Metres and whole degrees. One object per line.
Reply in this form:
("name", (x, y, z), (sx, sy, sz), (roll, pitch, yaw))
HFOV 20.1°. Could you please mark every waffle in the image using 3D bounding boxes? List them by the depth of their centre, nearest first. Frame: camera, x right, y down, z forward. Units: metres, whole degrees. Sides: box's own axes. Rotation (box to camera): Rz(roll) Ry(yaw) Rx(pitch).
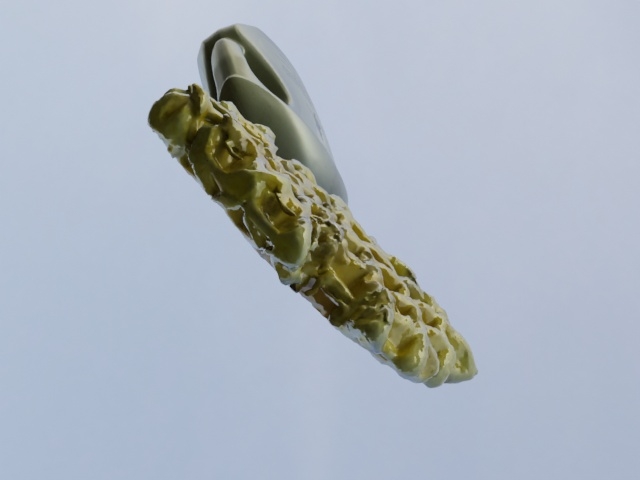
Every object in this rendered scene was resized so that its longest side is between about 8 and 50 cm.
("waffle", (-0.002, 0.002, 1.209), (0.056, 0.250, 0.261), (-47, -119, 5))

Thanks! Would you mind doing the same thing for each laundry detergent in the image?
("laundry detergent", (-0.043, -0.085, 1.597), (0.091, 0.181, 0.253), (-25, -151, 4))
